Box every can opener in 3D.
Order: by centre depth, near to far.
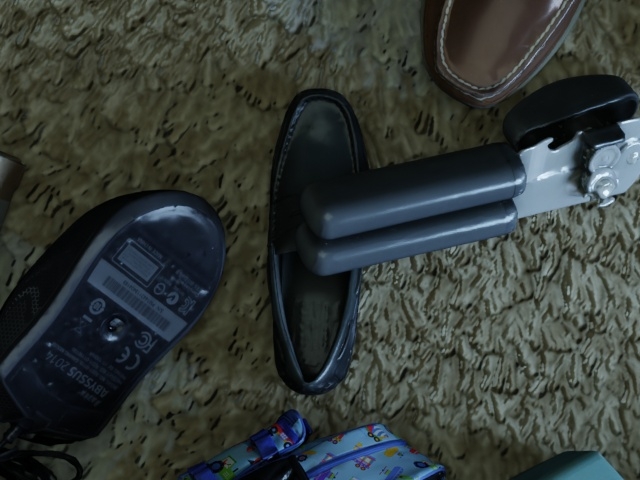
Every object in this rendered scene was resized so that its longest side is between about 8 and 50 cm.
[{"bbox_3d":[0.109,-0.043,1.404,0.280,0.074,0.093,-17,48,-22],"label":"can opener"}]

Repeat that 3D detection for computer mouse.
[{"bbox_3d":[-0.184,0.063,1.410,0.272,0.072,0.188,-47,129,-5],"label":"computer mouse"}]

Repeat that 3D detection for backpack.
[{"bbox_3d":[-0.003,0.186,1.388,0.173,0.158,0.117,-30,70,-13],"label":"backpack"}]

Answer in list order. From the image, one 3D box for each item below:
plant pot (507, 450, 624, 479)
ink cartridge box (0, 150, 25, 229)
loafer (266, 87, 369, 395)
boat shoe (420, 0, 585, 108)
[{"bbox_3d":[0.134,0.263,1.384,0.234,0.166,0.165,-42,88,-8],"label":"plant pot"},{"bbox_3d":[-0.346,0.018,1.426,0.193,0.088,0.234,18,88,2],"label":"ink cartridge box"},{"bbox_3d":[0.000,0.000,1.426,0.076,0.078,0.223,2,89,0],"label":"loafer"},{"bbox_3d":[0.166,-0.249,1.411,0.123,0.116,0.324,25,89,1],"label":"boat shoe"}]
